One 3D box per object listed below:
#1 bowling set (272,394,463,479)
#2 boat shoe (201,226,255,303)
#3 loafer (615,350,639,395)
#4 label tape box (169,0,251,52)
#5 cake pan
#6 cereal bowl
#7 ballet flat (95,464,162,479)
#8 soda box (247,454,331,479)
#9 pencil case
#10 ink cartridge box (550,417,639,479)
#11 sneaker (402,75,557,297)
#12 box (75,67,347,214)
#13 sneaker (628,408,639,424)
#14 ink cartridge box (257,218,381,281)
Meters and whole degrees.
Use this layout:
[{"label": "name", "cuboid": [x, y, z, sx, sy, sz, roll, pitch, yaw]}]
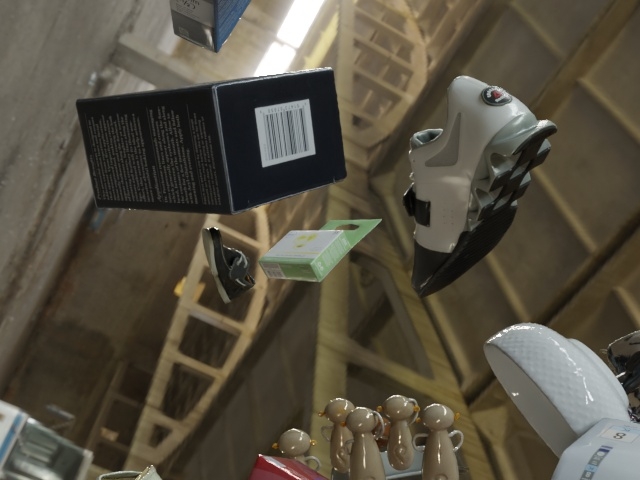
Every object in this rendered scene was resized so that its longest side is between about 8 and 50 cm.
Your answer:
[{"label": "bowling set", "cuboid": [0.069, 0.300, 1.244, 0.200, 0.287, 0.154, -94, 179, -73]}, {"label": "boat shoe", "cuboid": [-0.176, 0.039, 1.496, 0.233, 0.079, 0.084, 80, -9, -59]}, {"label": "loafer", "cuboid": [0.745, 0.349, 1.894, 0.170, 0.061, 0.062, -51, -172, 10]}, {"label": "label tape box", "cuboid": [-0.190, -0.565, 1.506, 0.249, 0.115, 0.347, -63, 174, -20]}, {"label": "cake pan", "cuboid": [0.149, 0.464, 1.580, 0.293, 0.293, 0.054, -45, -130, 54]}, {"label": "cereal bowl", "cuboid": [0.459, 0.285, 1.456, 0.141, 0.339, 0.339, -36, -168, -5]}, {"label": "ballet flat", "cuboid": [-0.224, 0.261, 0.769, 0.057, 0.168, 0.052, -32, -106, 32]}, {"label": "soda box", "cuboid": [0.027, 0.327, 0.842, 0.263, 0.083, 0.092, 18, -97, 41]}, {"label": "pencil case", "cuboid": [0.840, 0.432, 1.944, 0.183, 0.160, 0.410, -39, -128, 50]}, {"label": "ink cartridge box", "cuboid": [0.446, 0.369, 1.053, 0.308, 0.385, 0.091, 4, -76, 44]}, {"label": "sneaker", "cuboid": [0.167, -0.064, 0.986, 0.122, 0.146, 0.330, -26, 151, -34]}, {"label": "box", "cuboid": [-0.202, -0.184, 1.439, 0.396, 0.294, 0.211, 5, -72, 42]}, {"label": "sneaker", "cuboid": [0.597, 0.362, 1.638, 0.121, 0.299, 0.112, 8, 93, -68]}, {"label": "ink cartridge box", "cuboid": [0.000, 0.000, 1.717, 0.171, 0.056, 0.235, 1, -143, 46]}]
